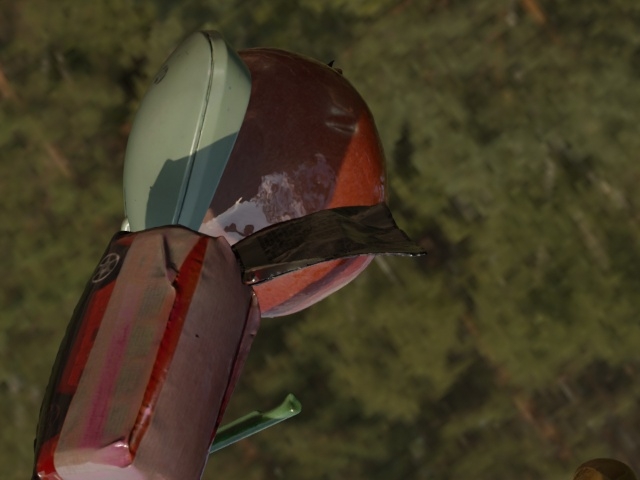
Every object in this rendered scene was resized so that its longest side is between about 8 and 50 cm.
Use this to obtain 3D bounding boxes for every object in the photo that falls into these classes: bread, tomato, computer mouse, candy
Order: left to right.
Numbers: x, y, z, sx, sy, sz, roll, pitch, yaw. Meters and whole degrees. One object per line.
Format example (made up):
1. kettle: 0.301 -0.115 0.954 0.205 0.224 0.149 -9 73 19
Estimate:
1. computer mouse: -0.167 -0.096 1.826 0.288 0.097 0.159 -65 -155 12
2. candy: -0.171 0.254 1.878 0.440 0.119 0.119 -27 -179 40
3. tomato: -0.073 -0.071 2.109 0.341 0.341 0.273 -38 -173 27
4. bread: 0.332 0.293 1.910 0.115 0.082 0.056 -75 169 -59

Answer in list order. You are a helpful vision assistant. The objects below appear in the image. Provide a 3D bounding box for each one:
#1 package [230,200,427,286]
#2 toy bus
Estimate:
1. package: 0.000 0.000 1.458 0.154 0.030 0.239 -12 -167 -4
2. toy bus: -0.159 0.120 1.539 0.147 0.127 0.302 -14 -136 34
